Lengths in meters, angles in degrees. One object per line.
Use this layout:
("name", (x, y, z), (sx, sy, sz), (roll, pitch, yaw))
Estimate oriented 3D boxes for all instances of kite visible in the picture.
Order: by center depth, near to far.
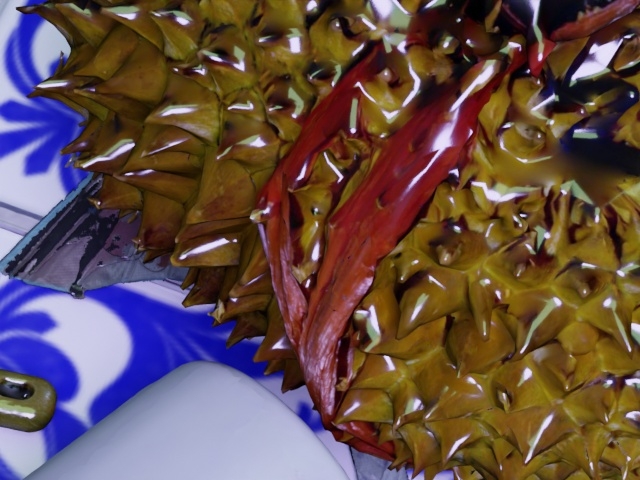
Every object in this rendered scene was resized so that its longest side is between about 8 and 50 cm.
("kite", (0.000, 0.000, 0.823), (0.335, 0.011, 0.314), (-3, 62, -12))

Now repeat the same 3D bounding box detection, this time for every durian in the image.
("durian", (0.071, -0.062, 0.680), (0.348, 0.347, 0.384), (-30, 77, -24))

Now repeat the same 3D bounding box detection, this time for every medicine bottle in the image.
("medicine bottle", (-0.104, 0.169, 0.629), (0.252, 0.144, 0.144), (-35, 73, -29))

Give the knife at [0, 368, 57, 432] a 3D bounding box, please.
("knife", (-0.291, 0.039, 0.733), (0.343, 0.027, 0.061), (11, 41, -6))
